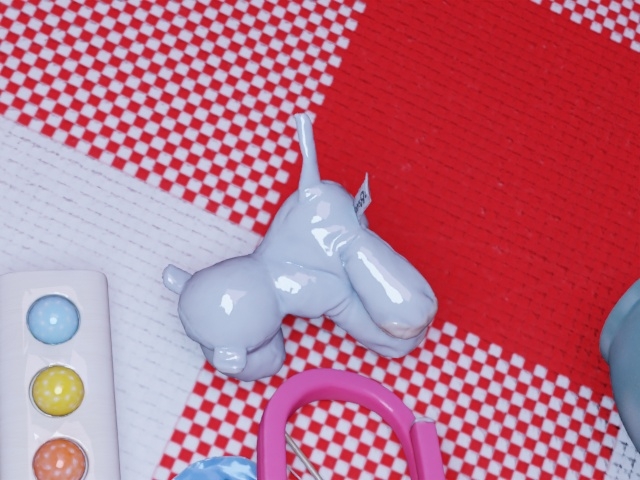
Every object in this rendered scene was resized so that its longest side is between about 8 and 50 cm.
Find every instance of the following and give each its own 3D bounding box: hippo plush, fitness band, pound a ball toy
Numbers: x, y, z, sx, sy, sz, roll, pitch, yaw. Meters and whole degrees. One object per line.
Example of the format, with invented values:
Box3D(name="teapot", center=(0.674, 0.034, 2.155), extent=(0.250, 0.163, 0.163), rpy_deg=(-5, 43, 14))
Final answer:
Box3D(name="hippo plush", center=(-0.027, 0.070, 1.522), extent=(0.237, 0.294, 0.234), rpy_deg=(-38, 67, -14))
Box3D(name="fitness band", center=(0.034, 0.265, 1.518), extent=(0.209, 0.054, 0.290), rpy_deg=(7, 47, -14))
Box3D(name="pound a ball toy", center=(-0.321, 0.196, 1.458), extent=(0.208, 0.135, 0.319), rpy_deg=(-1, 68, -15))

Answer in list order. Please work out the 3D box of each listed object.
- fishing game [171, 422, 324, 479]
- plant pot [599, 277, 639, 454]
Box3D(name="fishing game", center=(-0.099, 0.328, 1.515), extent=(0.264, 0.041, 0.189), rpy_deg=(-29, 75, -23))
Box3D(name="plant pot", center=(0.458, 0.139, 1.626), extent=(0.293, 0.293, 0.196), rpy_deg=(-25, 50, -22))
